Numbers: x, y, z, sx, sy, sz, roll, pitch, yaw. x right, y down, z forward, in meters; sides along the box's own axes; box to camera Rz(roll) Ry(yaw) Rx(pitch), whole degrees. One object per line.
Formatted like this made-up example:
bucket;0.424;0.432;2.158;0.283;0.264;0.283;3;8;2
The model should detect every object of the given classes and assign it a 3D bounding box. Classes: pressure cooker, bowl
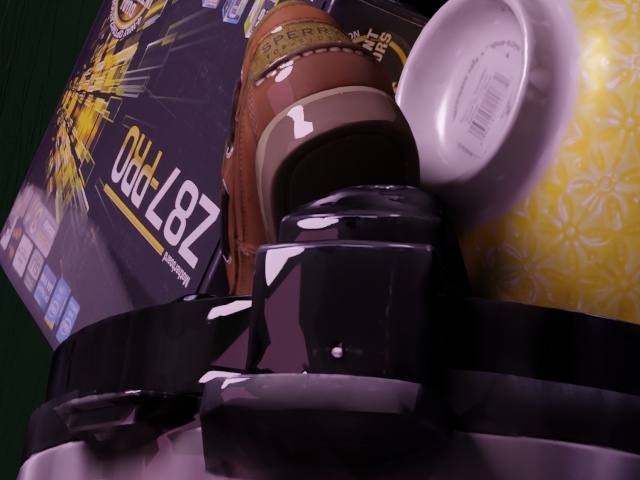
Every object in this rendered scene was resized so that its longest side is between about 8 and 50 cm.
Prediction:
pressure cooker;0.030;0.188;0.886;0.370;0.375;0.420;-25;56;54
bowl;0.133;-0.060;1.052;0.289;0.156;0.289;-31;51;48

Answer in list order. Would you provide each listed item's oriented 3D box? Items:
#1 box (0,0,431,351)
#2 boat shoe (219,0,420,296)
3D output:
box;-0.084;-0.056;1.313;0.318;0.097;0.395;-66;27;11
boat shoe;0.000;0.000;1.064;0.307;0.110;0.104;99;155;-50
